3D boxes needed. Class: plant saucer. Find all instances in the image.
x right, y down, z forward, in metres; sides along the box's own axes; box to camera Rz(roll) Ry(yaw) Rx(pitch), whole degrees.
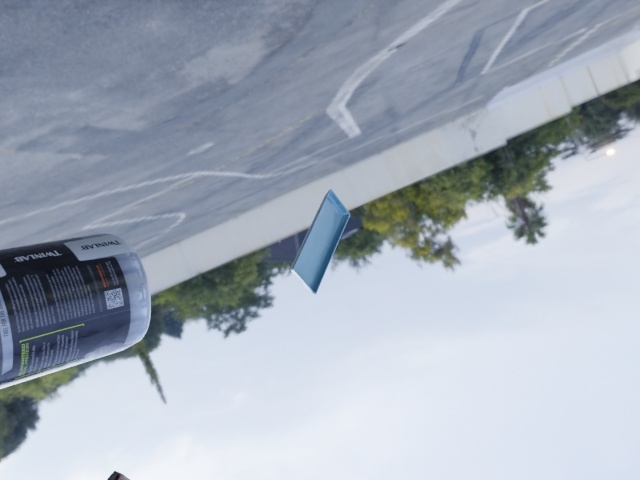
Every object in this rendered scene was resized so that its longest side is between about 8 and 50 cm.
[{"bbox_3d":[0.000,0.000,1.111,0.018,0.067,0.192,-14,-142,37],"label":"plant saucer"}]

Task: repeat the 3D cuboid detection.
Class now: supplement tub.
[{"bbox_3d":[-0.458,0.111,1.020,0.207,0.207,0.337,-21,175,42],"label":"supplement tub"}]

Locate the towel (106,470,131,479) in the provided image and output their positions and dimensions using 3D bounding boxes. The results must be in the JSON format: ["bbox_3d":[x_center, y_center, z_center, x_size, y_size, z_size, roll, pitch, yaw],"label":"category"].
[{"bbox_3d":[-0.445,0.666,1.276,0.040,0.271,0.370,14,-122,35],"label":"towel"}]
